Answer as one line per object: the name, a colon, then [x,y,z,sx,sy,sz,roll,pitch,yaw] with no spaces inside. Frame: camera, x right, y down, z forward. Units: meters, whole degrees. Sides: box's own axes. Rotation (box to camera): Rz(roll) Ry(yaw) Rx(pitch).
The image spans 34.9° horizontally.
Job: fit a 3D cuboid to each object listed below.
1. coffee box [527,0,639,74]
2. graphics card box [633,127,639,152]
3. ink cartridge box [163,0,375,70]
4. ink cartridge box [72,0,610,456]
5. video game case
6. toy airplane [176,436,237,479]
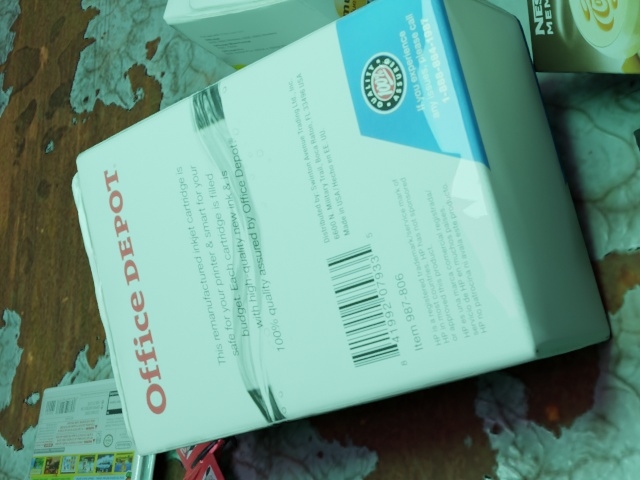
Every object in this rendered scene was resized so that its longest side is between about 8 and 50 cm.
coffee box: [0.241,-0.191,0.725,0.246,0.098,0.141,-147,47,-74]
graphics card box: [0.409,-0.047,0.634,0.371,0.094,0.233,-28,55,30]
ink cartridge box: [0.005,-0.238,0.965,0.168,0.233,0.171,1,73,41]
ink cartridge box: [0.000,0.000,0.865,0.395,0.166,0.285,-20,78,33]
video game case: [-0.251,0.254,1.096,0.227,0.026,0.206,-14,63,45]
toy airplane: [-0.130,0.242,1.015,0.151,0.028,0.151,-14,66,34]
